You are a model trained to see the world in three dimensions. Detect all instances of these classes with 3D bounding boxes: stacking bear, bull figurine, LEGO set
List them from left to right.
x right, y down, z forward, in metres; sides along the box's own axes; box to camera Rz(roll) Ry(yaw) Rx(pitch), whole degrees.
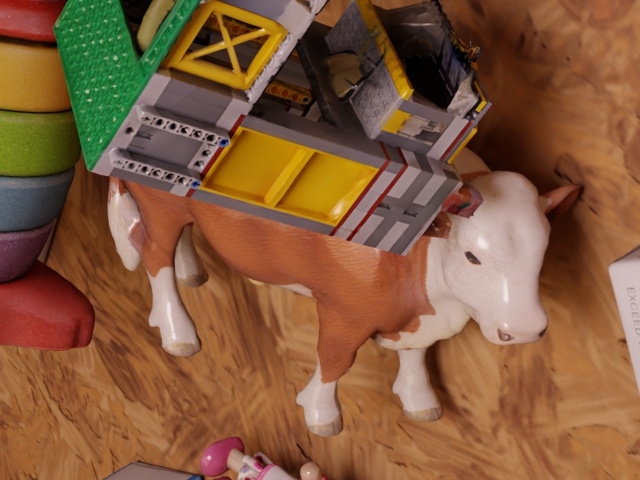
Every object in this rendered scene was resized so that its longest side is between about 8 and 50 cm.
[{"bbox_3d":[-0.198,-0.097,0.860,0.164,0.175,0.289,27,107,34],"label":"stacking bear"},{"bbox_3d":[0.000,0.000,0.823,0.310,0.101,0.188,31,127,32],"label":"bull figurine"},{"bbox_3d":[0.005,-0.155,0.683,0.255,0.192,0.331,-58,37,24],"label":"LEGO set"}]

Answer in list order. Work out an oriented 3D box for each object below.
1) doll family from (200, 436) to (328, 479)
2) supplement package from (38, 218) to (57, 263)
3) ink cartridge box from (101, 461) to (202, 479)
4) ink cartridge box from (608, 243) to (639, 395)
[{"bbox_3d":[-0.007,0.252,0.979,0.163,0.118,0.263,28,111,41],"label":"doll family"},{"bbox_3d":[-0.286,-0.035,1.095,0.179,0.105,0.105,44,135,20],"label":"supplement package"},{"bbox_3d":[-0.134,0.282,1.074,0.086,0.148,0.203,1,112,44],"label":"ink cartridge box"},{"bbox_3d":[0.250,0.104,0.668,0.224,0.045,0.223,-4,107,46],"label":"ink cartridge box"}]
